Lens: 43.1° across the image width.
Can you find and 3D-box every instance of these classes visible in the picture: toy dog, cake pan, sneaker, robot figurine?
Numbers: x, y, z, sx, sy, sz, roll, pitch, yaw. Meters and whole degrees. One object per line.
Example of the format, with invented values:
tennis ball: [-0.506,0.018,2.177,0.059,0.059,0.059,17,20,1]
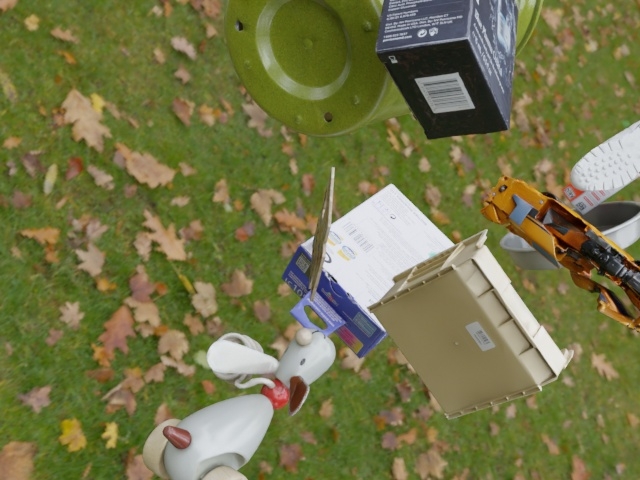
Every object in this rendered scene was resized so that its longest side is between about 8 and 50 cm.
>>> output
toy dog: [-0.120,0.229,1.154,0.161,0.220,0.333,76,30,-46]
cake pan: [0.514,-0.009,1.650,0.293,0.293,0.054,-30,105,-51]
sneaker: [0.572,-0.159,1.574,0.235,0.095,0.090,-29,94,-14]
robot figurine: [0.362,0.025,1.098,0.291,0.085,0.211,45,15,33]

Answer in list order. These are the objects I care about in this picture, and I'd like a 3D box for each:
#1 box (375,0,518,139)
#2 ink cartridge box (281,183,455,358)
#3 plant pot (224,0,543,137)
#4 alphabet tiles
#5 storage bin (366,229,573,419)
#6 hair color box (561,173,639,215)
box: [0.133,-0.211,0.811,0.156,0.093,0.158,45,48,-54]
ink cartridge box: [0.106,0.076,1.847,0.270,0.151,0.395,46,50,12]
plant pot: [0.064,-0.309,1.082,0.366,0.367,0.353,54,44,-7]
alphabet tiles: [0.000,0.000,1.607,0.009,0.198,0.237,11,39,-5]
storage bin: [0.262,0.151,1.426,0.262,0.260,0.123,54,45,-3]
hair color box: [0.581,-0.120,1.683,0.072,0.141,0.043,32,27,-43]
